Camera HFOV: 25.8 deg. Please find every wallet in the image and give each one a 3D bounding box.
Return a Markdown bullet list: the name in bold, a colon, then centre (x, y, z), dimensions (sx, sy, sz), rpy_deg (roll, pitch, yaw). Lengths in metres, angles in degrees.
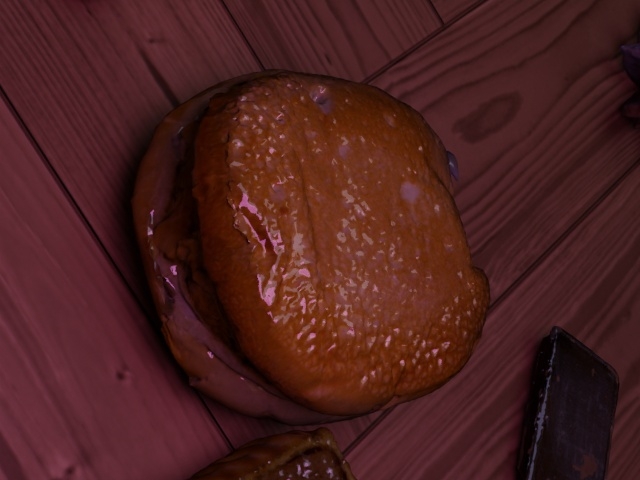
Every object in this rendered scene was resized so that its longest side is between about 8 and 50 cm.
- **wallet**: centre (0.233, 0.207, 1.340), dimensions (0.122, 0.031, 0.232), rpy_deg (34, 57, -31)

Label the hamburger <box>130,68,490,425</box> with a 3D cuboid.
- **hamburger**: centre (0.000, 0.000, 1.124), dimensions (0.314, 0.170, 0.290), rpy_deg (-4, 80, -42)

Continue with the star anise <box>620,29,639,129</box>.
- **star anise**: centre (0.415, -0.172, 1.590), dimensions (0.236, 0.093, 0.229), rpy_deg (-22, 88, -44)

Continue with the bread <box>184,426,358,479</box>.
- **bread**: centre (-0.050, 0.251, 1.039), dimensions (0.222, 0.096, 0.181), rpy_deg (-25, 91, -45)
